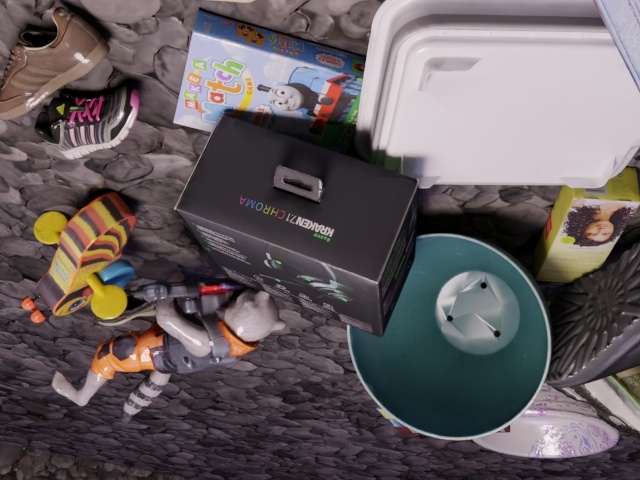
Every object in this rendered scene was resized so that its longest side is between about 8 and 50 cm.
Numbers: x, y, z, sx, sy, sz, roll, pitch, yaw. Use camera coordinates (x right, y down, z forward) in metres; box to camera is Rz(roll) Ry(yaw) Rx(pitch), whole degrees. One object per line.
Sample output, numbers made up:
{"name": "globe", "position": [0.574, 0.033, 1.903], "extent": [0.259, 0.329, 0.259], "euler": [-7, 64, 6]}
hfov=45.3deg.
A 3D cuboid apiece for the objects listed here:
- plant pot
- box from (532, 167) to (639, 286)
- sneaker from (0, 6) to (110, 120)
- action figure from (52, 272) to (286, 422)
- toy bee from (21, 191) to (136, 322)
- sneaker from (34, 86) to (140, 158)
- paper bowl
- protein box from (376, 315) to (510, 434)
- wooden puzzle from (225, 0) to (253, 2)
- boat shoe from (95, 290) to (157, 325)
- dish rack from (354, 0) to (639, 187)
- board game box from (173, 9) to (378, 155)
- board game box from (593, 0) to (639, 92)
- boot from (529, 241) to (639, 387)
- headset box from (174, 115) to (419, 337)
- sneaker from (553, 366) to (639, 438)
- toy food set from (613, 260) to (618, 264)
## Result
{"name": "plant pot", "position": [0.210, 0.124, 1.146], "extent": [0.290, 0.290, 0.195], "euler": [-10, -178, 26]}
{"name": "box", "position": [0.356, -0.013, 1.051], "extent": [0.087, 0.058, 0.232], "euler": [4, 150, 5]}
{"name": "sneaker", "position": [-0.320, -0.202, 0.867], "extent": [0.188, 0.066, 0.071], "euler": [-21, 124, 30]}
{"name": "action figure", "position": [-0.189, 0.150, 1.182], "extent": [0.330, 0.178, 0.341], "euler": [-23, 170, 27]}
{"name": "toy bee", "position": [-0.371, 0.063, 1.182], "extent": [0.195, 0.162, 0.298], "euler": [33, 137, 31]}
{"name": "sneaker", "position": [-0.288, -0.149, 0.932], "extent": [0.170, 0.063, 0.075], "euler": [-14, 150, 39]}
{"name": "paper bowl", "position": [0.435, 0.322, 1.516], "extent": [0.284, 0.148, 0.284], "euler": [5, 150, 3]}
{"name": "protein box", "position": [0.214, 0.215, 1.322], "extent": [0.200, 0.201, 0.136], "euler": [-7, 148, 21]}
{"name": "wooden puzzle", "position": [-0.163, -0.306, 0.662], "extent": [0.221, 0.044, 0.238], "euler": [5, 149, 2]}
{"name": "boat shoe", "position": [-0.355, 0.117, 1.414], "extent": [0.152, 0.056, 0.049], "euler": [-16, 139, 17]}
{"name": "dish rack", "position": [0.212, -0.139, 0.816], "extent": [0.333, 0.072, 0.285], "euler": [0, 149, -4]}
{"name": "board game box", "position": [-0.052, -0.168, 0.881], "extent": [0.212, 0.039, 0.160], "euler": [13, 149, -11]}
{"name": "board game box", "position": [0.371, -0.240, 0.580], "extent": [0.318, 0.066, 0.319], "euler": [-28, 137, 22]}
{"name": "boot", "position": [0.575, 0.163, 1.068], "extent": [0.445, 0.146, 0.367], "euler": [20, 143, -14]}
{"name": "headset box", "position": [-0.017, -0.010, 0.942], "extent": [0.246, 0.131, 0.283], "euler": [20, 164, 13]}
{"name": "sneaker", "position": [0.541, 0.230, 1.297], "extent": [0.410, 0.182, 0.158], "euler": [34, 172, -26]}
{"name": "toy food set", "position": [0.611, 0.063, 1.122], "extent": [0.306, 0.092, 0.219], "euler": [22, 147, -10]}
